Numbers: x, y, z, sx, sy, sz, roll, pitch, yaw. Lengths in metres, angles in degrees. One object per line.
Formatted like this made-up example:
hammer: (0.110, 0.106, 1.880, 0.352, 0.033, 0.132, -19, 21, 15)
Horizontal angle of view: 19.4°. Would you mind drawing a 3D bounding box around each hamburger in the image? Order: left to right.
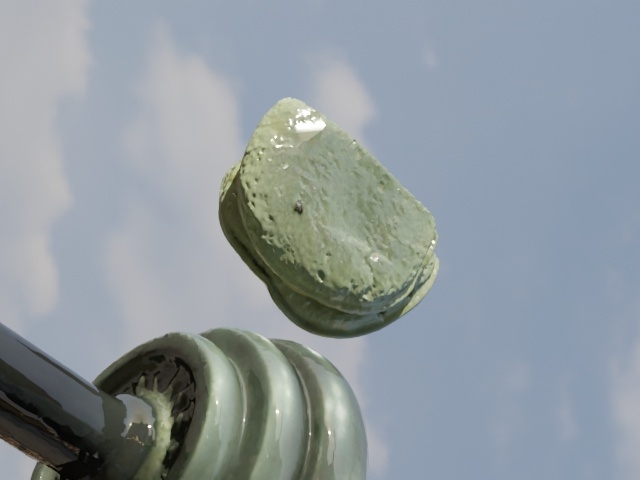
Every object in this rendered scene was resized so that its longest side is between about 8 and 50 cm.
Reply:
hamburger: (0.001, -0.001, 0.920, 0.121, 0.084, 0.054, 39, -38, -7)

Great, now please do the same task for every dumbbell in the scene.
dumbbell: (-0.142, 0.049, 0.762, 0.179, 0.406, 0.179, -32, -144, 27)
